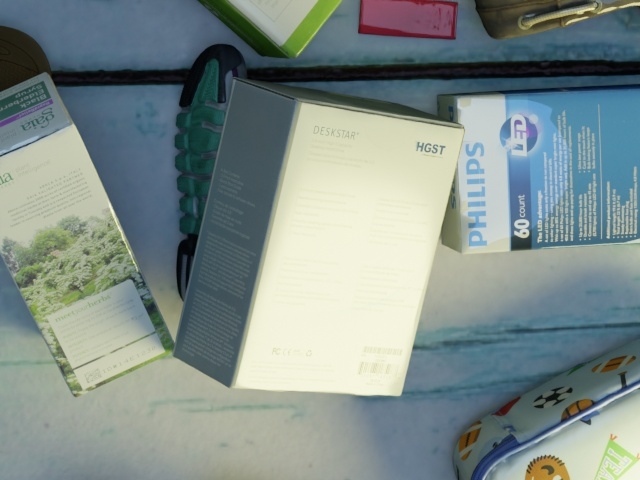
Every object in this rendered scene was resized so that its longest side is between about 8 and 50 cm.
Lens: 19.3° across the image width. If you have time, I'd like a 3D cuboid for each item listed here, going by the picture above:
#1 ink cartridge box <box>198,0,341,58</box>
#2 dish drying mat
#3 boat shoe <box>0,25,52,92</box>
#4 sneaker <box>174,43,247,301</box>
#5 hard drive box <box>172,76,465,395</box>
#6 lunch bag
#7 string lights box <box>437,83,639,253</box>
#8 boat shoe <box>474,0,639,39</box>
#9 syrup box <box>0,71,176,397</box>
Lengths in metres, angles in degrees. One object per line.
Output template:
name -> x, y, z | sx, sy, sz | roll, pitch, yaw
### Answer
ink cartridge box -> -0.069, -0.294, 1.474 | 0.255, 0.097, 0.189 | 40, 83, -18
dish drying mat -> 0.074, -0.187, 1.579 | 0.083, 0.008, 0.032 | 2, 97, -10
boat shoe -> -0.353, -0.094, 1.497 | 0.285, 0.089, 0.104 | -17, 73, -9
sneaker -> -0.064, -0.050, 1.553 | 0.098, 0.083, 0.223 | -2, 101, -30
hard drive box -> 0.000, 0.000, 1.504 | 0.181, 0.089, 0.232 | 7, 101, -39
lunch bag -> 0.282, 0.217, 1.607 | 0.303, 0.115, 0.243 | -25, 102, -4
string lights box -> 0.234, -0.063, 1.582 | 0.260, 0.077, 0.133 | -3, 97, -8
boat shoe -> 0.290, -0.235, 1.557 | 0.355, 0.132, 0.130 | -6, 107, 1
syrup box -> -0.203, -0.003, 1.471 | 0.093, 0.096, 0.237 | -25, 124, -6
